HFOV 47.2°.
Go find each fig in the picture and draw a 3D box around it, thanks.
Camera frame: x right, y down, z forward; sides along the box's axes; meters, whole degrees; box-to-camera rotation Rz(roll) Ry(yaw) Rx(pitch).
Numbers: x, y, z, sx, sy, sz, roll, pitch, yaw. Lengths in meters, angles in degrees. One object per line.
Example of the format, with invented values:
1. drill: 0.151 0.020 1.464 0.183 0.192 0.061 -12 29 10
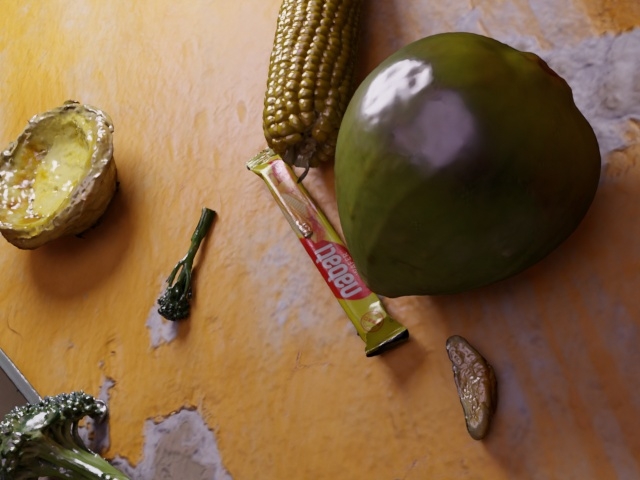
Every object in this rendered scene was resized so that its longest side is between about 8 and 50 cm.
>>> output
1. fig: 0.103 -0.058 0.606 0.230 0.207 0.207 -30 57 16

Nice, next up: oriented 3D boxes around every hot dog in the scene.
1. hot dog: 0.132 0.121 0.616 0.034 0.030 0.090 -18 61 14

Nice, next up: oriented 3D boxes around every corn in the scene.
1. corn: -0.003 -0.215 0.802 0.102 0.101 0.310 -3 68 30

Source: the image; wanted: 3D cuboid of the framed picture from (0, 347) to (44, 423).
1. framed picture: -0.468 0.259 0.926 0.217 0.017 0.274 34 89 37

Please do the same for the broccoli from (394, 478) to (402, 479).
1. broccoli: 0.025 0.313 0.525 0.243 0.263 0.247 49 133 12

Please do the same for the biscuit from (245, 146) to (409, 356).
1. biscuit: 0.000 0.000 0.752 0.048 0.026 0.292 -29 55 -6

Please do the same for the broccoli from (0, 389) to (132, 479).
1. broccoli: -0.253 0.238 0.768 0.204 0.122 0.118 21 96 22

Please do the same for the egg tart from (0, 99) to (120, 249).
1. egg tart: -0.337 -0.080 0.950 0.213 0.090 0.212 -11 66 26

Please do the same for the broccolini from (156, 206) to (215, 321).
1. broccolini: -0.146 0.026 0.831 0.035 0.030 0.139 13 72 26
